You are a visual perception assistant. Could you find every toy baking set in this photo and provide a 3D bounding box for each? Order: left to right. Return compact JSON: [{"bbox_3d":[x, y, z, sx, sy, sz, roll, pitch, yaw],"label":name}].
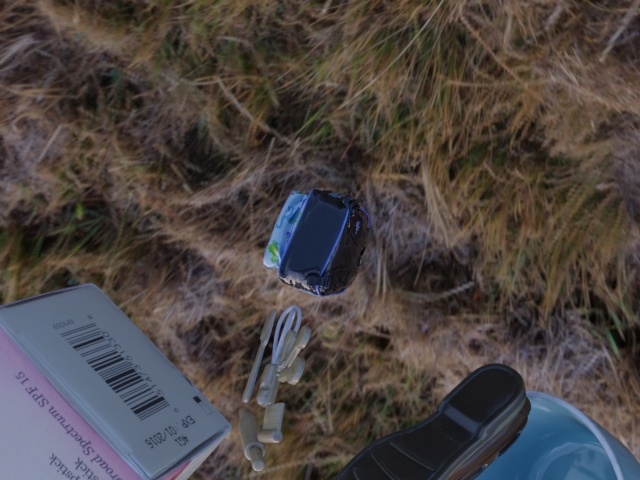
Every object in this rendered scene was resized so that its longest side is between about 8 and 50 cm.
[{"bbox_3d":[-0.061,0.191,1.287,0.030,0.256,0.196,24,95,-16],"label":"toy baking set"}]

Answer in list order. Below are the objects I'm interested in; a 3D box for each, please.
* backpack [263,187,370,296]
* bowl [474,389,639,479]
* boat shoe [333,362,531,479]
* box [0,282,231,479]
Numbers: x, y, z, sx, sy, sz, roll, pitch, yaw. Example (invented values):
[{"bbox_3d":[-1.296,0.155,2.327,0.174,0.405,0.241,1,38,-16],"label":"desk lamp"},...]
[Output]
[{"bbox_3d":[0.000,0.000,0.951,0.084,0.114,0.105,21,91,18],"label":"backpack"},{"bbox_3d":[0.326,0.366,1.303,0.163,0.311,0.311,12,117,-40],"label":"bowl"},{"bbox_3d":[0.148,0.287,1.204,0.307,0.111,0.104,-31,130,-13],"label":"boat shoe"},{"bbox_3d":[-0.200,0.164,0.631,0.148,0.127,0.232,44,106,9],"label":"box"}]
